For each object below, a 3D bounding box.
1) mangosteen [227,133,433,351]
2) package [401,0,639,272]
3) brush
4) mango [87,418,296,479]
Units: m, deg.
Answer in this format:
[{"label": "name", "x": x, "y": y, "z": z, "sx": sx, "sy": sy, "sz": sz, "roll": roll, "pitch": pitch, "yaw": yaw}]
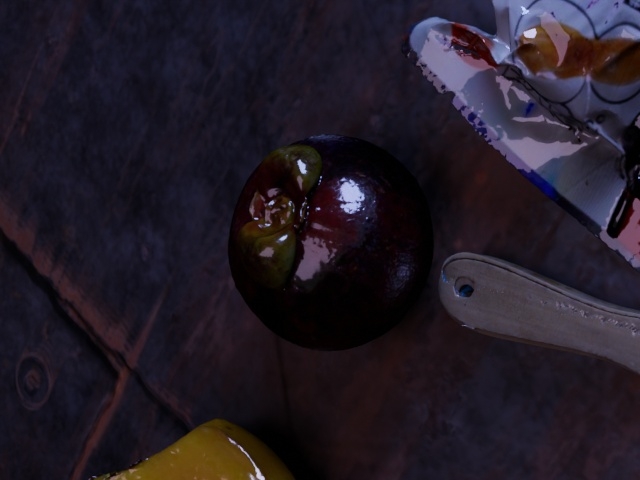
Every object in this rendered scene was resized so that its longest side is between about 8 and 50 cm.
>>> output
[{"label": "mangosteen", "x": 0.000, "y": 0.000, "z": 0.849, "sx": 0.152, "sy": 0.152, "sz": 0.152, "roll": 2, "pitch": 94, "yaw": 38}, {"label": "package", "x": 0.182, "y": -0.099, "z": 0.758, "sx": 0.269, "sy": 0.071, "sz": 0.194, "roll": 34, "pitch": 125, "yaw": 11}, {"label": "brush", "x": 0.200, "y": 0.071, "z": 0.748, "sx": 0.327, "sy": 0.065, "sz": 0.070, "roll": 18, "pitch": 114, "yaw": 37}, {"label": "mango", "x": -0.068, "y": 0.271, "z": 0.926, "sx": 0.187, "sy": 0.138, "sz": 0.257, "roll": -29, "pitch": 78, "yaw": 16}]
